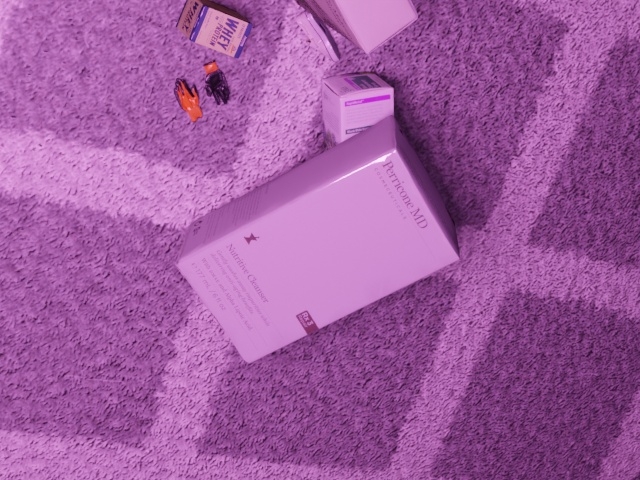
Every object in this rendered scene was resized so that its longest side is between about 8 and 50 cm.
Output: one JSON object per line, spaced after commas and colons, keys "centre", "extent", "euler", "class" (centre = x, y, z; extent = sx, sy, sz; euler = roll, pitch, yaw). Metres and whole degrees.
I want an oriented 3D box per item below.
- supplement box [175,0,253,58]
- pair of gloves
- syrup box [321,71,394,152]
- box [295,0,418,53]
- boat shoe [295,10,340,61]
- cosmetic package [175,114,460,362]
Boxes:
{"centre": [-0.157, -0.317, 1.851], "extent": [0.083, 0.083, 0.056], "euler": [17, 106, -29], "class": "supplement box"}
{"centre": [-0.182, -0.230, 1.926], "extent": [0.083, 0.010, 0.074], "euler": [-31, 121, -10], "class": "pair of gloves"}
{"centre": [0.062, -0.144, 2.021], "extent": [0.096, 0.093, 0.237], "euler": [-10, 117, -17], "class": "syrup box"}
{"centre": [0.025, -0.370, 1.790], "extent": [0.094, 0.275, 0.113], "euler": [-36, 122, -3], "class": "box"}
{"centre": [-0.005, -0.315, 1.951], "extent": [0.035, 0.035, 0.100], "euler": [-23, 129, 20], "class": "boat shoe"}
{"centre": [0.000, 0.000, 1.941], "extent": [0.385, 0.156, 0.217], "euler": [-28, 111, 16], "class": "cosmetic package"}
